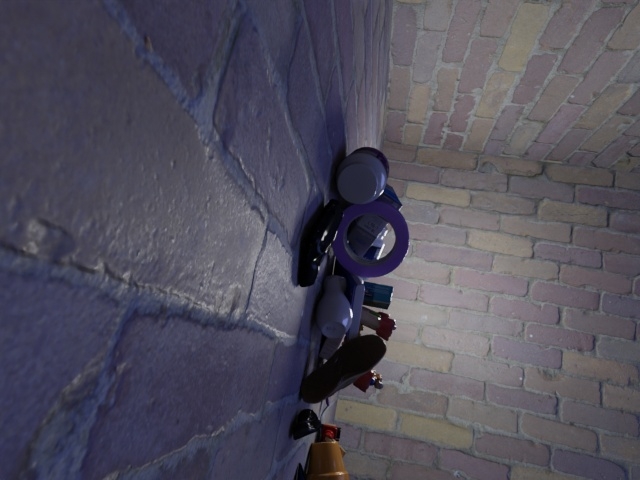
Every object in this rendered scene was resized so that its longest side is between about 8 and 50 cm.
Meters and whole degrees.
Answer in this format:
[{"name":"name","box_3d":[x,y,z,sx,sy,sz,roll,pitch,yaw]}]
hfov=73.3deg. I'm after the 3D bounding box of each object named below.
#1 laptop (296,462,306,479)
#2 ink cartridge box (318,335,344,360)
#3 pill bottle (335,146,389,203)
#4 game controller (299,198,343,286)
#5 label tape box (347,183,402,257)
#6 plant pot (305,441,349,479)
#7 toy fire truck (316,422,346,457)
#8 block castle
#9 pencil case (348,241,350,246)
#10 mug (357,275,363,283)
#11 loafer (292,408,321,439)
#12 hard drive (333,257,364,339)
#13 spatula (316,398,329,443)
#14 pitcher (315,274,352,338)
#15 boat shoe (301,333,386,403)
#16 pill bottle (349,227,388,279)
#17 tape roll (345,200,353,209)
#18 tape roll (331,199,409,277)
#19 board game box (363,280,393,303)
[{"name":"laptop","box_3d":[-0.120,1.008,1.575,0.264,0.137,0.234,-13,113,-53]},{"name":"ink cartridge box","box_3d":[0.047,0.468,1.884,0.261,0.066,0.296,-66,172,7]},{"name":"pill bottle","box_3d":[0.142,-0.217,1.446,0.301,0.169,0.169,-58,156,-68]},{"name":"game controller","box_3d":[0.000,0.000,1.183,0.319,0.067,0.166,-60,172,-64]},{"name":"label tape box","box_3d":[0.170,-0.071,1.719,0.333,0.106,0.240,-55,-168,18]},{"name":"plant pot","box_3d":[0.026,1.041,2.000,0.205,0.205,0.188,79,7,-65]},{"name":"toy fire truck","box_3d":[0.047,1.073,2.189,0.246,0.159,0.217,57,44,-79]},{"name":"block castle","box_3d":[0.199,0.442,1.807,0.453,0.213,0.303,51,63,-82]},{"name":"pencil case","box_3d":[0.179,0.011,2.158,0.098,0.095,0.209,-131,-142,-54]},{"name":"mug","box_3d":[0.140,0.184,1.677,0.064,0.062,0.078,-99,-171,-75]},{"name":"loafer","box_3d":[-0.054,0.602,1.424,0.220,0.080,0.078,69,-1,-71]},{"name":"hard drive","box_3d":[0.095,0.207,1.642,0.318,0.040,0.210,-121,-144,-71]},{"name":"spatula","box_3d":[0.012,0.904,2.214,0.084,0.030,0.296,142,-39,-78]},{"name":"pitcher","box_3d":[0.045,0.251,1.491,0.207,0.126,0.177,-87,180,-54]},{"name":"boat shoe","box_3d":[0.076,0.442,1.493,0.341,0.121,0.110,-27,157,-19]},{"name":"pill bottle","box_3d":[0.212,0.041,2.033,0.153,0.153,0.264,-49,160,-73]},{"name":"tape roll","box_3d":[0.165,-0.182,1.928,0.219,0.072,0.219,9,90,-81]},{"name":"tape roll","box_3d":[0.179,-0.009,1.545,0.090,0.275,0.274,-41,139,-75]},{"name":"board game box","box_3d":[0.194,0.245,1.968,0.336,0.254,0.079,63,38,-75]}]
